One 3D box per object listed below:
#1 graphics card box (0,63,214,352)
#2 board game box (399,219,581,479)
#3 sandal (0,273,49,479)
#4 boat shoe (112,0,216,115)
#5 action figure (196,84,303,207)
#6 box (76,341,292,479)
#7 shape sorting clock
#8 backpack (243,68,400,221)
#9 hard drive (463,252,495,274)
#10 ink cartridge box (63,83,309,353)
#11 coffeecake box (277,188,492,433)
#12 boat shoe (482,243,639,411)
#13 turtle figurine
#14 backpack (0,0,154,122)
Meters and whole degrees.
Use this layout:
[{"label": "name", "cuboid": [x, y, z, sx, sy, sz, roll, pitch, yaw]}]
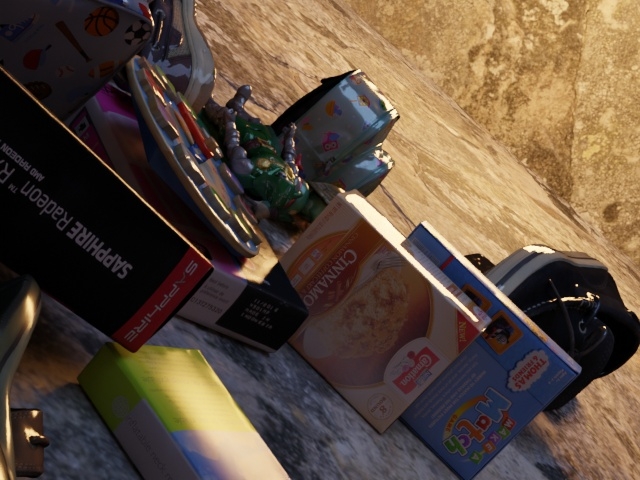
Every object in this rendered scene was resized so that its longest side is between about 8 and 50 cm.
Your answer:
[{"label": "graphics card box", "cuboid": [-0.237, -0.082, 0.805, 0.233, 0.094, 0.371, 39, -7, 31]}, {"label": "board game box", "cuboid": [0.125, 0.110, 1.279, 0.211, 0.160, 0.039, 44, 15, 7]}, {"label": "sandal", "cuboid": [-0.192, 0.114, 0.658, 0.303, 0.120, 0.086, -106, 174, -60]}, {"label": "boat shoe", "cuboid": [-0.187, -0.227, 1.327, 0.092, 0.103, 0.285, 28, 26, -40]}, {"label": "action figure", "cuboid": [-0.071, -0.097, 1.306, 0.137, 0.063, 0.232, 13, 26, -30]}, {"label": "box", "cuboid": [-0.081, 0.149, 0.904, 0.178, 0.042, 0.109, 50, 19, 27]}, {"label": "shape sorting clock", "cuboid": [-0.109, -0.075, 1.141, 0.206, 0.040, 0.206, 54, 9, -13]}, {"label": "backpack", "cuboid": [0.010, -0.107, 1.525, 0.144, 0.188, 0.166, 43, 15, 4]}, {"label": "hard drive", "cuboid": [0.272, 0.116, 1.804, 0.254, 0.054, 0.172, 46, 16, 14]}, {"label": "ink cartridge box", "cuboid": [-0.153, -0.054, 1.241, 0.176, 0.069, 0.371, 27, 19, -42]}, {"label": "coffeecake box", "cuboid": [0.046, 0.066, 1.239, 0.185, 0.142, 0.068, 44, 17, 8]}, {"label": "boat shoe", "cuboid": [0.254, 0.112, 1.512, 0.156, 0.187, 0.500, 55, 24, 18]}, {"label": "turtle figurine", "cuboid": [0.000, 0.000, 1.375, 0.234, 0.118, 0.175, 38, 15, -34]}, {"label": "backpack", "cuboid": [-0.279, -0.224, 1.079, 0.263, 0.276, 0.213, 24, 37, -39]}]
